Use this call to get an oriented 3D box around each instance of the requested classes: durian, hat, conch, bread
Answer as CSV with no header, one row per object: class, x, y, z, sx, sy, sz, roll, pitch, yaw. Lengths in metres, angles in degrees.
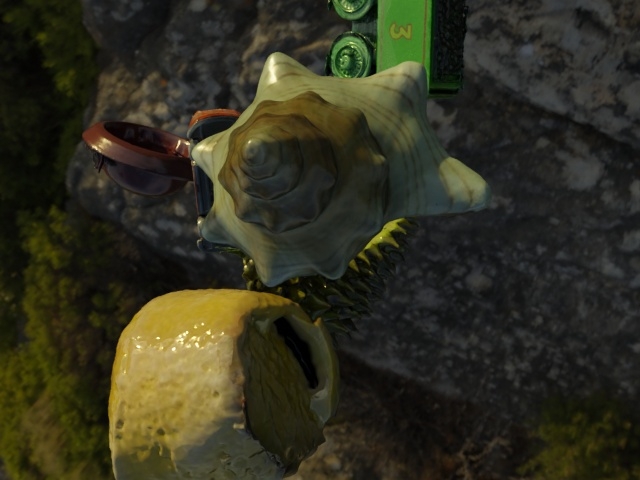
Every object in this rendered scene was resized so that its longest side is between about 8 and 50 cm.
durian,0.006,0.007,0.988,0.169,0.355,0.157,33,123,0
hat,-0.268,-0.116,1.362,0.205,0.205,0.089,24,106,13
conch,0.017,-0.044,0.467,0.137,0.234,0.114,1,101,34
bread,-0.089,0.137,0.774,0.170,0.197,0.197,-8,120,30

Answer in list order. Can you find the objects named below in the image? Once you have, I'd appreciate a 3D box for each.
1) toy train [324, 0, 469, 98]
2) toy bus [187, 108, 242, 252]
toy train,0.116,-0.317,1.320,0.188,0.132,0.243,7,102,34
toy bus,-0.115,-0.076,1.054,0.079,0.077,0.174,-6,119,-6
